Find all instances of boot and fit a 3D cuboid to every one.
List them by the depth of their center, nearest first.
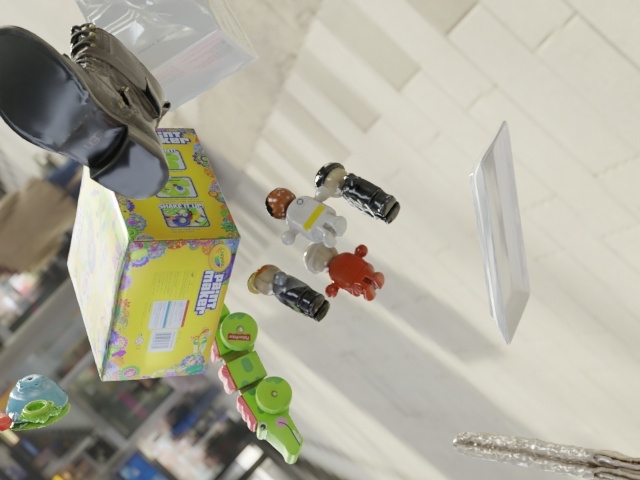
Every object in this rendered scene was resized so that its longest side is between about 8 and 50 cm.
[{"bbox_3d":[-0.257,-0.171,1.517,0.263,0.091,0.229,44,-161,-31],"label":"boot"}]

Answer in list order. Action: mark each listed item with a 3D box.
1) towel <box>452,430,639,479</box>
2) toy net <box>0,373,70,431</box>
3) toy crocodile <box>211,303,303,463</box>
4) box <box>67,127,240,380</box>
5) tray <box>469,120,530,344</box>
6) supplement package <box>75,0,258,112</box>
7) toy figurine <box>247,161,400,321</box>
[{"bbox_3d":[0.355,0.322,2.112,0.187,0.049,0.282,17,170,-41],"label":"towel"},{"bbox_3d":[-0.383,0.194,1.495,0.122,0.232,0.045,-112,12,-67],"label":"toy net"},{"bbox_3d":[-0.131,0.240,2.490,0.340,0.105,0.115,60,164,13],"label":"toy crocodile"},{"bbox_3d":[-0.272,0.018,2.233,0.279,0.177,0.290,-116,33,-43],"label":"box"},{"bbox_3d":[0.237,-0.011,1.888,0.030,0.145,0.270,0,117,23],"label":"tray"},{"bbox_3d":[-0.267,-0.375,2.489,0.198,0.199,0.262,61,-172,9],"label":"supplement package"},{"bbox_3d":[0.000,0.000,2.161,0.148,0.209,0.213,29,123,32],"label":"toy figurine"}]
